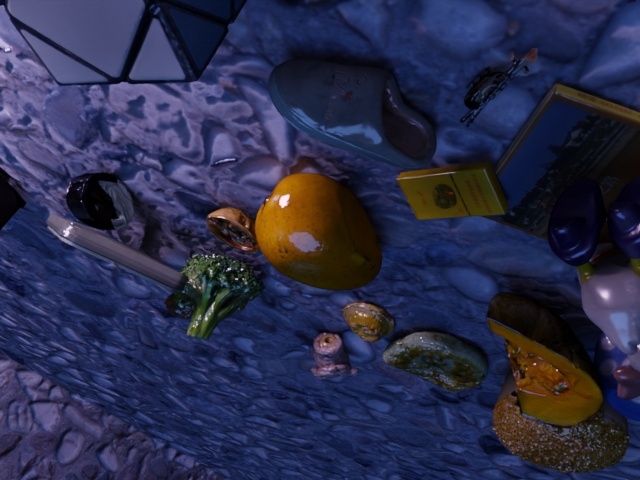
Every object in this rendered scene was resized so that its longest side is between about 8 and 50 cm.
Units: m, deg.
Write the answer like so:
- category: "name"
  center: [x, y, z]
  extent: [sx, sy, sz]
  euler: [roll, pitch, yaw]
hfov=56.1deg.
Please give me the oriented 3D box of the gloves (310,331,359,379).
- category: "gloves"
  center: [0.024, 0.295, 1.501]
  extent: [0.110, 0.094, 0.144]
  euler: [-13, 128, 24]

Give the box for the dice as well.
- category: "dice"
  center: [0.582, 0.232, 1.060]
  extent: [0.146, 0.146, 0.143]
  euler: [38, 141, -24]

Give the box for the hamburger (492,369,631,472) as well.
- category: "hamburger"
  center: [0.515, 0.392, 1.293]
  extent: [0.276, 0.179, 0.294]
  euler: [1, 143, 28]

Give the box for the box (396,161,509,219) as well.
- category: "box"
  center: [0.197, -0.072, 0.907]
  extent: [0.155, 0.023, 0.087]
  euler: [-2, 133, 44]

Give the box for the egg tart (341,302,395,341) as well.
- category: "egg tart"
  center: [0.102, 0.189, 1.340]
  extent: [0.129, 0.049, 0.129]
  euler: [15, 146, 11]

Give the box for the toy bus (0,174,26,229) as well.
- category: "toy bus"
  center: [-0.787, -0.137, 1.270]
  extent: [0.147, 0.127, 0.302]
  euler: [-1, 142, 34]

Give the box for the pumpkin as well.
- category: "pumpkin"
  center: [0.424, 0.198, 1.084]
  extent: [0.169, 0.148, 0.312]
  euler: [-1, 136, 35]

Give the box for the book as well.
- category: "book"
  center: [0.432, -0.056, 0.834]
  extent: [0.374, 0.028, 0.262]
  euler: [20, 147, -1]

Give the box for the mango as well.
- category: "mango"
  center: [0.000, 0.000, 1.038]
  extent: [0.191, 0.160, 0.290]
  euler: [-11, 145, 30]

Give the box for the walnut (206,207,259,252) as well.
- category: "walnut"
  center: [-0.161, -0.028, 1.165]
  extent: [0.121, 0.052, 0.091]
  euler: [38, 144, -22]

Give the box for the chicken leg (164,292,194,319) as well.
- category: "chicken leg"
  center: [-0.297, 0.155, 1.498]
  extent: [0.198, 0.069, 0.085]
  euler: [-11, 112, 29]

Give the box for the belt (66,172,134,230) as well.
- category: "belt"
  center: [-0.436, -0.077, 1.192]
  extent: [0.058, 0.105, 0.140]
  euler: [2, 148, 33]

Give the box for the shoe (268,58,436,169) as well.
- category: "shoe"
  center: [0.056, -0.179, 0.796]
  extent: [0.251, 0.103, 0.100]
  euler: [23, 148, -14]

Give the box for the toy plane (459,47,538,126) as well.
- category: "toy plane"
  center: [0.216, -0.193, 0.735]
  extent: [0.031, 0.049, 0.121]
  euler: [33, 127, -20]

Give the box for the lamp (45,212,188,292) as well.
- category: "lamp"
  center: [-0.436, 0.022, 1.277]
  extent: [0.269, 0.047, 0.266]
  euler: [30, 172, -30]

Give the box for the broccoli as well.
- category: "broccoli"
  center: [-0.241, 0.125, 1.301]
  extent: [0.220, 0.194, 0.194]
  euler: [5, 144, 30]

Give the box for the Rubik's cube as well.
- category: "Rubik's cube"
  center: [-0.218, -0.311, 0.651]
  extent: [0.207, 0.205, 0.205]
  euler: [5, 144, 24]

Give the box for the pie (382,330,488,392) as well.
- category: "pie"
  center: [0.265, 0.282, 1.383]
  extent: [0.240, 0.054, 0.240]
  euler: [12, 146, 8]

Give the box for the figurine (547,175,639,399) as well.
- category: "figurine"
  center: [0.445, 0.089, 0.839]
  extent: [0.154, 0.193, 0.421]
  euler: [-12, 140, 34]
